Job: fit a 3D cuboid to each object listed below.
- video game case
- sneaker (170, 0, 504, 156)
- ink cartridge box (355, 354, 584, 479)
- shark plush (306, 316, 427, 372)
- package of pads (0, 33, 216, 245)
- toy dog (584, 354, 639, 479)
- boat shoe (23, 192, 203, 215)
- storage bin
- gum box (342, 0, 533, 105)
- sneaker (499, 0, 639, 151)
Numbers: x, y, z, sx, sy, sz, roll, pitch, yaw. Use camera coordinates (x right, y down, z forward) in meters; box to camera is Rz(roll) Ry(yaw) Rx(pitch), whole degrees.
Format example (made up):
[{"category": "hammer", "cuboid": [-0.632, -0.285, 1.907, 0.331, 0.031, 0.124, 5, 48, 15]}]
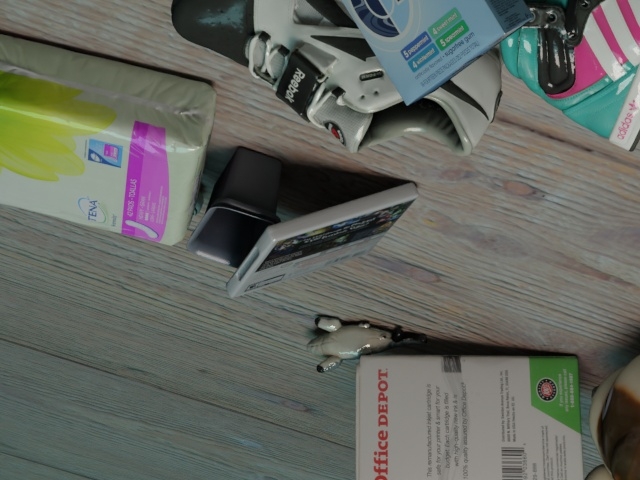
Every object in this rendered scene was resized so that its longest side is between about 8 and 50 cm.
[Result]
[{"category": "video game case", "cuboid": [0.000, 0.000, 1.985, 0.190, 0.022, 0.173, -17, 164, -26]}, {"category": "sneaker", "cuboid": [0.009, -0.163, 1.659, 0.331, 0.146, 0.122, 12, 154, 4]}, {"category": "ink cartridge box", "cuboid": [0.188, 0.264, 2.266, 0.289, 0.211, 0.121, 1, 155, 1]}, {"category": "shark plush", "cuboid": [0.058, 0.127, 2.315, 0.161, 0.073, 0.067, -16, 166, 9]}, {"category": "package of pads", "cuboid": [-0.272, -0.110, 1.917, 0.297, 0.101, 0.229, 14, 151, -3]}, {"category": "toy dog", "cuboid": [0.489, 0.300, 2.157, 0.408, 0.284, 0.395, 46, 168, -24]}, {"category": "boat shoe", "cuboid": [-0.249, -0.044, 2.062, 0.219, 0.070, 0.078, 9, 152, 7]}, {"category": "storage bin", "cuboid": [-0.085, -0.038, 1.986, 0.098, 0.091, 0.135, 18, 153, -11]}, {"category": "gum box", "cuboid": [0.078, -0.229, 1.497, 0.184, 0.041, 0.157, 59, 145, 2]}, {"category": "sneaker", "cuboid": [0.235, -0.225, 1.481, 0.178, 0.124, 0.295, 24, 133, 10]}]
